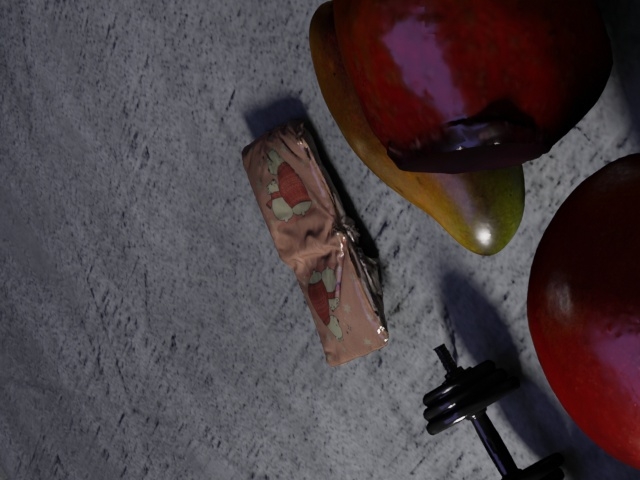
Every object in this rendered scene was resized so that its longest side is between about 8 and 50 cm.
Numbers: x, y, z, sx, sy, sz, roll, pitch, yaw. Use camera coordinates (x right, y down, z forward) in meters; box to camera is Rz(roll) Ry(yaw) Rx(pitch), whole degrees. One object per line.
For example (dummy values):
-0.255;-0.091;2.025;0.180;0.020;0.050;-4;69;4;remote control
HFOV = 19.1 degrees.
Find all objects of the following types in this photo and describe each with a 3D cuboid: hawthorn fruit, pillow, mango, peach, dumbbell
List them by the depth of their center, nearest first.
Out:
0.255;0.048;1.333;0.243;0.199;0.243;28;127;45;peach
0.102;-0.167;1.406;0.215;0.215;0.250;-6;112;62;hawthorn fruit
0.084;-0.099;1.596;0.267;0.111;0.133;53;136;22;mango
0.159;0.187;1.734;0.208;0.099;0.099;61;153;6;dumbbell
0.000;0.000;1.906;0.248;0.049;0.135;66;152;4;pillow
